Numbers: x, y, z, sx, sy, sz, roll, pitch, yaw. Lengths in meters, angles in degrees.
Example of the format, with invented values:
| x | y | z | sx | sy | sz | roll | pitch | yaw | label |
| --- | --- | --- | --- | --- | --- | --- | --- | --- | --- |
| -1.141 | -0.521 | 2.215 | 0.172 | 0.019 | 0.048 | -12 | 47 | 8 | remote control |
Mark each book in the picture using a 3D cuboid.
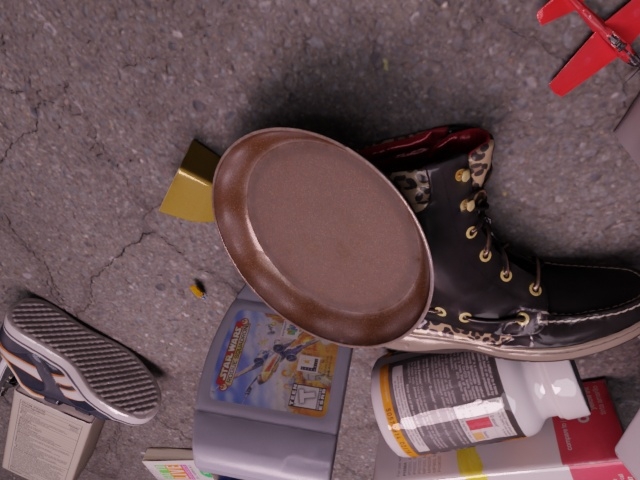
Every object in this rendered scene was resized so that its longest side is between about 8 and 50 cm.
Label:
| x | y | z | sx | sy | sz | roll | pitch | yaw | label |
| --- | --- | --- | --- | --- | --- | --- | --- | --- | --- |
| -0.310 | 0.505 | 1.143 | 0.145 | 0.035 | 0.096 | -6 | 125 | 15 | book |

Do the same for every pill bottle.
| x | y | z | sx | sy | sz | roll | pitch | yaw | label |
| --- | --- | --- | --- | --- | --- | --- | --- | --- | --- |
| 0.228 | 0.217 | 0.755 | 0.279 | 0.162 | 0.162 | -20 | 116 | 24 | pill bottle |

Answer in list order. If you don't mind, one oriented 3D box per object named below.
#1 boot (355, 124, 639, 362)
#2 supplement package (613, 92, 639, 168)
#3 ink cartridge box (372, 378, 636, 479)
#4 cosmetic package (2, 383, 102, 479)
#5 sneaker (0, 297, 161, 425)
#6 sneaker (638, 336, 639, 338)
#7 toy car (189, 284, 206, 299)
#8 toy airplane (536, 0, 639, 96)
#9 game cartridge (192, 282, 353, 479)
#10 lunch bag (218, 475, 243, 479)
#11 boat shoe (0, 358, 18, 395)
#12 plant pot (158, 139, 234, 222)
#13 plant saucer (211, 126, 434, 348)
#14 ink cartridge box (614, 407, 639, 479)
| x | y | z | sx | sy | sz | roll | pitch | yaw | label |
| --- | --- | --- | --- | --- | --- | --- | --- | --- | --- |
| 0.209 | 0.003 | 0.642 | 0.378 | 0.138 | 0.284 | -3 | 122 | 22 | boot |
| 0.485 | -0.102 | 0.482 | 0.293 | 0.175 | 0.177 | 19 | 126 | 0 | supplement package |
| 0.316 | 0.410 | 0.859 | 0.385 | 0.160 | 0.279 | -17 | 117 | 22 | ink cartridge box |
| -0.549 | 0.388 | 1.071 | 0.160 | 0.113 | 0.309 | 28 | 123 | -6 | cosmetic package |
| -0.446 | 0.244 | 0.950 | 0.321 | 0.126 | 0.127 | 38 | 119 | 1 | sneaker |
| 0.522 | 0.174 | 0.699 | 0.235 | 0.097 | 0.084 | 30 | 124 | -7 | sneaker |
| -0.149 | 0.093 | 0.847 | 0.122 | 0.060 | 0.040 | 31 | 170 | 12 | toy car |
| 0.291 | -0.227 | 0.534 | 0.151 | 0.028 | 0.151 | 5 | 122 | 8 | toy airplane |
| -0.058 | 0.177 | 0.713 | 0.198 | 0.297 | 0.062 | 9 | 140 | 5 | game cartridge |
| -0.185 | 0.562 | 1.127 | 0.099 | 0.067 | 0.065 | 4 | 123 | 9 | lunch bag |
| -0.651 | 0.287 | 1.067 | 0.040 | 0.049 | 0.142 | 31 | 121 | -8 | boat shoe |
| -0.162 | -0.073 | 0.709 | 0.083 | 0.081 | 0.081 | 25 | 125 | -18 | plant pot |
| 0.000 | 0.000 | 0.633 | 0.311 | 0.050 | 0.310 | 20 | 131 | 25 | plant saucer |
| 0.599 | 0.191 | 0.572 | 0.396 | 0.166 | 0.285 | -5 | 125 | -11 | ink cartridge box |
